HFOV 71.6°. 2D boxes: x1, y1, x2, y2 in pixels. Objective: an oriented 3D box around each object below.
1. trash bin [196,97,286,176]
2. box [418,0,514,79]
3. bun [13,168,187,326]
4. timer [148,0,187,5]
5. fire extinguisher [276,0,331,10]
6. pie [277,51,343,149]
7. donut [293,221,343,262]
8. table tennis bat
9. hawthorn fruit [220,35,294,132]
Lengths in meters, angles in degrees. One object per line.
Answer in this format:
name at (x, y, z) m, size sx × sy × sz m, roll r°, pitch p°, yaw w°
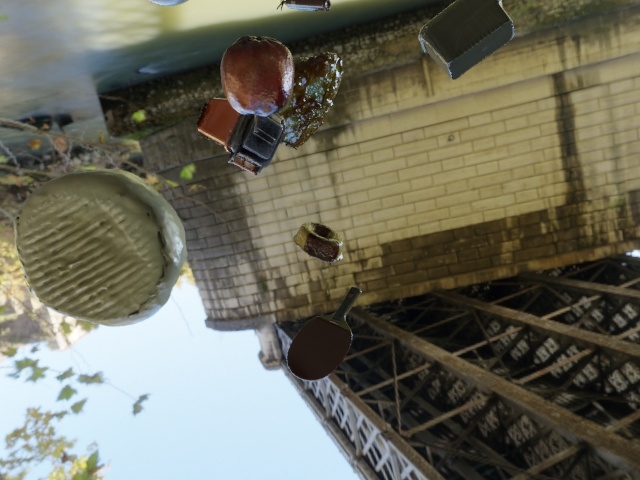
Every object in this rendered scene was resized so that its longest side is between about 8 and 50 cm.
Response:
trash bin at (-0.239, -0.308, 1.273) m, size 0.238 × 0.185 × 0.161 m, roll 25°, pitch -179°, yaw 40°
box at (0.477, -0.665, 1.422) m, size 0.274 × 0.178 × 0.138 m, roll -33°, pitch 154°, yaw 17°
bun at (-0.467, 0.015, 0.994) m, size 0.359 × 0.360 × 0.211 m, roll -14°, pitch -174°, yaw -4°
timer at (-0.487, -0.861, 1.331) m, size 0.285 × 0.285 × 0.285 m, roll -13°, pitch -171°, yaw 2°
fire extinguisher at (-0.038, -0.595, 1.118) m, size 0.173 × 0.035 × 0.049 m, roll 27°, pitch -139°, yaw 37°
pie at (-0.059, -0.446, 1.420) m, size 0.288 × 0.103 × 0.355 m, roll -23°, pitch 154°, yaw -48°
donut at (0.000, 0.000, 1.523) m, size 0.166 × 0.073 × 0.184 m, roll -5°, pitch -146°, yaw -40°
table tennis bat at (0.022, 0.226, 1.108) m, size 0.154 × 0.021 × 0.274 m, roll 16°, pitch -123°, yaw 37°
hawthorn fruit at (-0.132, -0.326, 0.938) m, size 0.156 × 0.194 × 0.157 m, roll 3°, pitch -158°, yaw -1°
